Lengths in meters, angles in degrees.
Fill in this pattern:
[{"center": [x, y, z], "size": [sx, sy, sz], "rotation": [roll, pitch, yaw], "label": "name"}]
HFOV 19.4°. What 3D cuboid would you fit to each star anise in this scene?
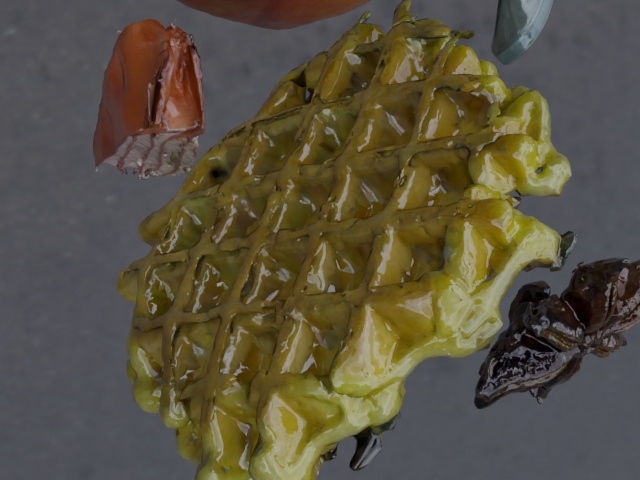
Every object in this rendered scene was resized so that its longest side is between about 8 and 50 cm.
[{"center": [0.244, 0.072, 1.871], "size": [0.272, 0.272, 0.102], "rotation": [-15, 60, -44], "label": "star anise"}]

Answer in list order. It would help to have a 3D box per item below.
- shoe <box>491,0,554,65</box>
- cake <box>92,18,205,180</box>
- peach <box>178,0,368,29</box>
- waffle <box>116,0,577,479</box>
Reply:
[{"center": [0.185, -0.260, 1.789], "size": [0.078, 0.079, 0.195], "rotation": [28, 63, -13], "label": "shoe"}, {"center": [-0.178, -0.133, 1.957], "size": [0.098, 0.287, 0.135], "rotation": [-8, 74, -17], "label": "cake"}, {"center": [-0.048, -0.388, 2.101], "size": [0.343, 0.343, 0.302], "rotation": [-5, 114, -44], "label": "peach"}, {"center": [0.000, 0.000, 1.387], "size": [0.382, 0.379, 0.095], "rotation": [-47, 125, 5], "label": "waffle"}]
